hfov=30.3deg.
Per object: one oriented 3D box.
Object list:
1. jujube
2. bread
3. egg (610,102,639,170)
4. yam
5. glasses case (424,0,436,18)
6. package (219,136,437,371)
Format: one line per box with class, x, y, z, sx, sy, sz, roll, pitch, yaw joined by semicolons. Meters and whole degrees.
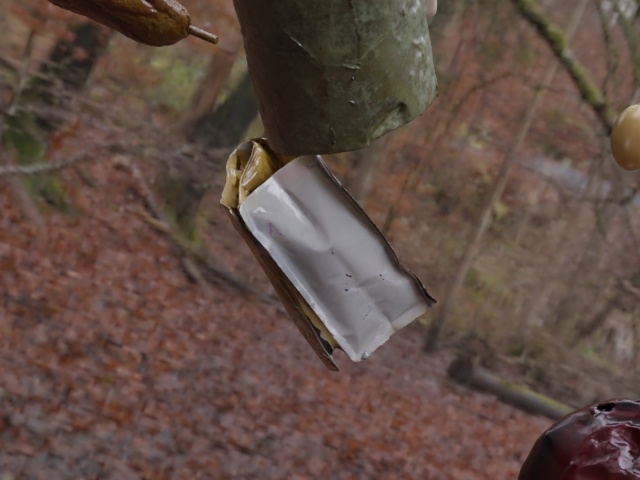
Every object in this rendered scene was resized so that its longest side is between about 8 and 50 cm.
jujube;0.470;0.350;1.672;0.377;0.258;0.258;-1;-9;32
bread;-0.291;-0.334;1.600;0.344;0.084;0.124;27;-6;13
egg;0.466;-0.151;1.742;0.080;0.096;0.080;31;0;0
yam;0.007;-0.200;0.981;0.161;0.268;0.161;-9;32;5
glasses case;0.087;-0.432;1.710;0.076;0.144;0.336;-13;32;-5
package;-0.020;0.023;1.675;0.311;0.165;0.221;52;-17;-26
